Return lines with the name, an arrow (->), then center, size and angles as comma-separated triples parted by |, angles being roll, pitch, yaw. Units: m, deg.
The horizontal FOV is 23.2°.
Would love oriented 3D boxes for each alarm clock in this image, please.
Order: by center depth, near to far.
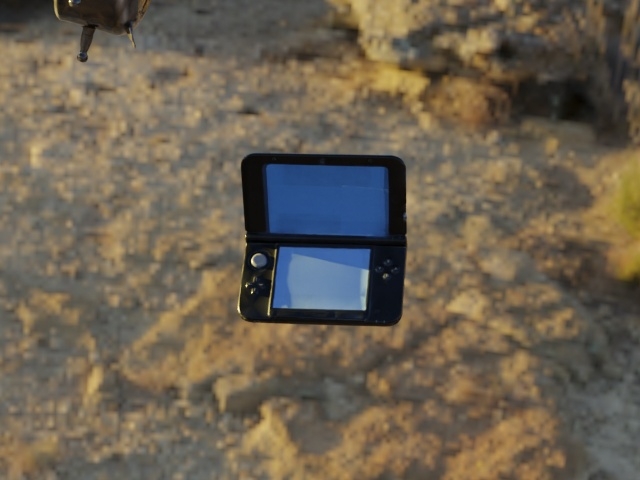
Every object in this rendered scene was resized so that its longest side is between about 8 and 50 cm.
alarm clock -> -0.129, -0.223, 1.055 | 0.064, 0.192, 0.129 | 13, -14, -3

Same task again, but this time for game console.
game console -> 0.000, 0.000, 1.135 | 0.122, 0.071, 0.107 | 1, 60, 8
